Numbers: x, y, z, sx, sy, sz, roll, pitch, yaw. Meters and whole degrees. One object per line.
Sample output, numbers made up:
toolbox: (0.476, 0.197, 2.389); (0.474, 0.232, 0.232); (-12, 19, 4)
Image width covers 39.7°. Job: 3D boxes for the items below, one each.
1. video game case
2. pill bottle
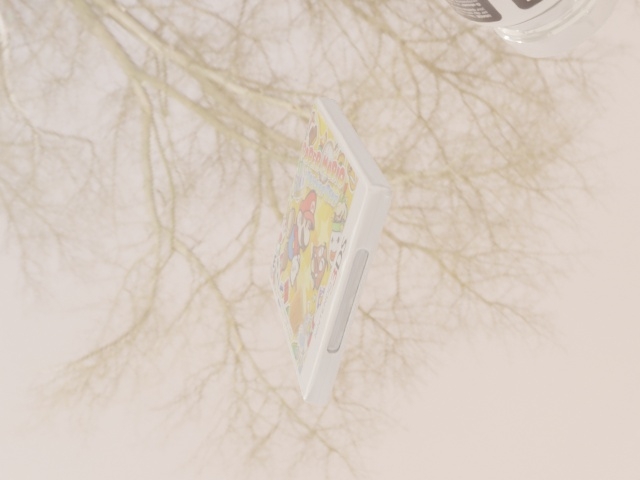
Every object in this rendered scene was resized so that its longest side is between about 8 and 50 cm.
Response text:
video game case: (0.000, 0.000, 0.814); (0.227, 0.026, 0.206); (-112, -146, -61)
pill bottle: (0.152, -0.294, 0.798); (0.162, 0.278, 0.162); (-24, -129, 33)
